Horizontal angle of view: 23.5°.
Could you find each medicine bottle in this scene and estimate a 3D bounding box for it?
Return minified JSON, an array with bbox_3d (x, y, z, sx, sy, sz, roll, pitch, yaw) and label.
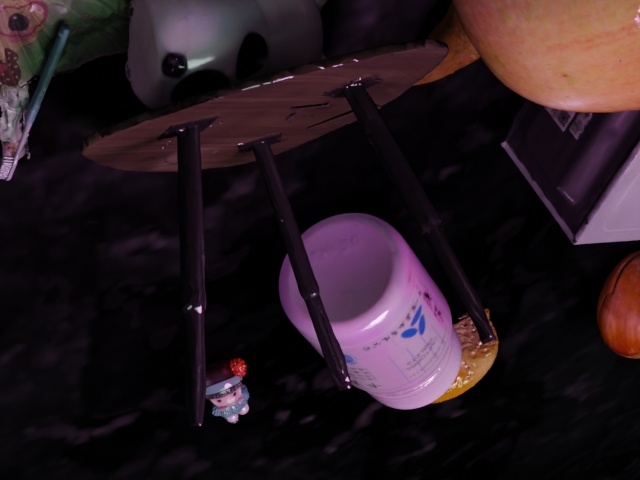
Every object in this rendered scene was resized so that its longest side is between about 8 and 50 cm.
[{"bbox_3d":[0.063,0.086,1.694,0.152,0.152,0.254,-33,146,3],"label":"medicine bottle"}]

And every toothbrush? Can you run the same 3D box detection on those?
[{"bbox_3d":[-0.242,-0.114,1.288,0.014,0.011,0.167,3,132,-35],"label":"toothbrush"}]

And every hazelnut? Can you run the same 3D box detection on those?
[{"bbox_3d":[0.441,0.084,2.019,0.150,0.150,0.150,-21,146,-15],"label":"hazelnut"}]

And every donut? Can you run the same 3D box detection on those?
[{"bbox_3d":[0.136,0.147,1.907,0.181,0.078,0.146,9,127,-44],"label":"donut"}]

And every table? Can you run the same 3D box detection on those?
[{"bbox_3d":[0.000,0.000,1.304,0.317,0.249,0.317,-16,173,-2],"label":"table"}]

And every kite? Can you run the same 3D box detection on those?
[{"bbox_3d":[-0.265,-0.152,1.243,0.323,0.013,0.267,-24,146,-15],"label":"kite"}]

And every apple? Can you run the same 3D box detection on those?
[{"bbox_3d":[0.246,-0.257,1.143,0.277,0.319,0.319,-3,167,39],"label":"apple"}]

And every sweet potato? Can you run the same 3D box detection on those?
[{"bbox_3d":[0.164,-0.232,1.436,0.067,0.067,0.274,5,141,-43],"label":"sweet potato"}]

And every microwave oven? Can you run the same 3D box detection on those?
[{"bbox_3d":[0.357,-0.164,1.578,0.238,0.181,0.295,-3,137,-34],"label":"microwave oven"}]

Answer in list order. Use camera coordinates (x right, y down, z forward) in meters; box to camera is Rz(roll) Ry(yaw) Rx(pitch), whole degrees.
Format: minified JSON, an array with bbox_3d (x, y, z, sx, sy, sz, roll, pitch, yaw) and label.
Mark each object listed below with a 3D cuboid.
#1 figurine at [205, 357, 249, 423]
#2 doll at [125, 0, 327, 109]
[{"bbox_3d":[-0.105,0.172,1.770,0.060,0.047,0.106,-20,149,-2],"label":"figurine"},{"bbox_3d":[-0.078,-0.168,1.289,0.181,0.107,0.110,-17,123,-38],"label":"doll"}]
